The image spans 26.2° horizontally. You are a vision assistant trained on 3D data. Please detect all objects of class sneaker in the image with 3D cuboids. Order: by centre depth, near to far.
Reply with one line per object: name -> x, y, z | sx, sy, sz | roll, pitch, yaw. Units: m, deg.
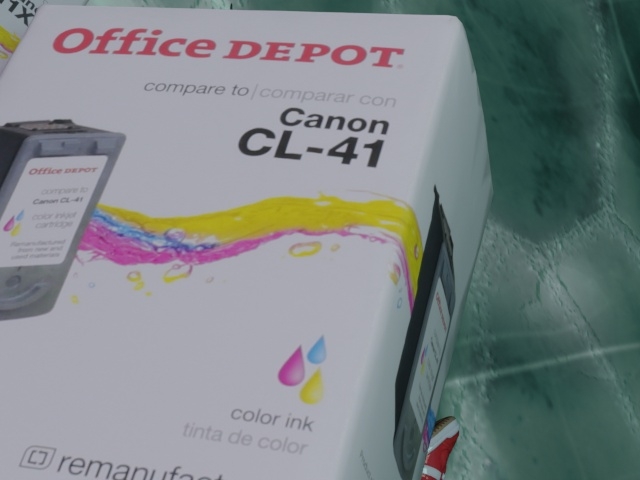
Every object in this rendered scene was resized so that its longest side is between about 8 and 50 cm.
sneaker -> 0.059, 0.157, 0.804 | 0.067, 0.042, 0.118 | 51, 50, -1

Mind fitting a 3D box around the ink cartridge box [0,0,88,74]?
ink cartridge box -> -0.211, -0.100, 0.688 | 0.127, 0.072, 0.175 | 39, 46, -18

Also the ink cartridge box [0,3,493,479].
ink cartridge box -> -0.065, 0.043, 0.599 | 0.131, 0.226, 0.306 | 74, 26, -49
